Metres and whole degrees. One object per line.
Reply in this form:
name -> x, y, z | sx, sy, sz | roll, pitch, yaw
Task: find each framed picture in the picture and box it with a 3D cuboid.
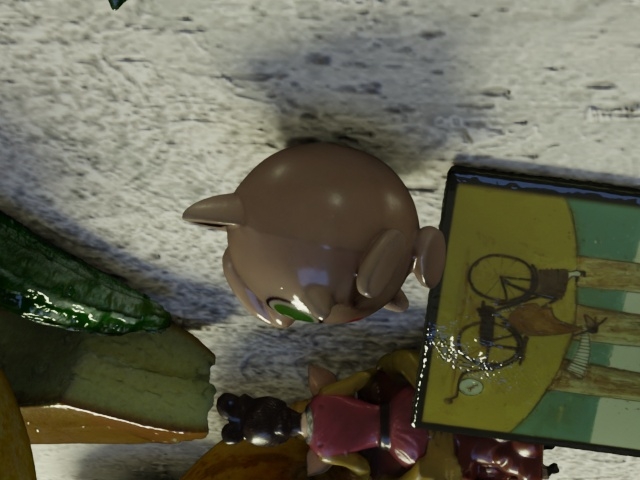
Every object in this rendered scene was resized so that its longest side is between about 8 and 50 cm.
framed picture -> 0.231, 0.064, 1.121 | 0.324, 0.013, 0.244 | 8, 133, 3

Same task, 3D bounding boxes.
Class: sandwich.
sandwich -> -0.204, 0.107, 1.308 | 0.258, 0.094, 0.096 | -6, 148, 27

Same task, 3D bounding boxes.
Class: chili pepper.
chili pepper -> -0.202, 0.022, 1.201 | 0.227, 0.059, 0.088 | 24, 143, -27

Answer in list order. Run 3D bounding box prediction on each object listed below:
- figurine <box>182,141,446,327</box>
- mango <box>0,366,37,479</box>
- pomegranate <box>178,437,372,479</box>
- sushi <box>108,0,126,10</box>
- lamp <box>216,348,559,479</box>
figurine -> 0.000, 0.000, 1.038 | 0.138, 0.125, 0.125 | 12, 154, 29
mango -> -0.353, 0.112, 1.184 | 0.384, 0.221, 0.199 | 41, 133, 4
pomegranate -> -0.020, 0.273, 1.390 | 0.264, 0.264, 0.264 | 7, 150, 4
sushi -> -0.121, -0.201, 0.723 | 0.225, 0.127, 0.124 | 34, 142, -33
lamp -> 0.053, 0.141, 1.270 | 0.253, 0.118, 0.118 | -1, 149, 5
